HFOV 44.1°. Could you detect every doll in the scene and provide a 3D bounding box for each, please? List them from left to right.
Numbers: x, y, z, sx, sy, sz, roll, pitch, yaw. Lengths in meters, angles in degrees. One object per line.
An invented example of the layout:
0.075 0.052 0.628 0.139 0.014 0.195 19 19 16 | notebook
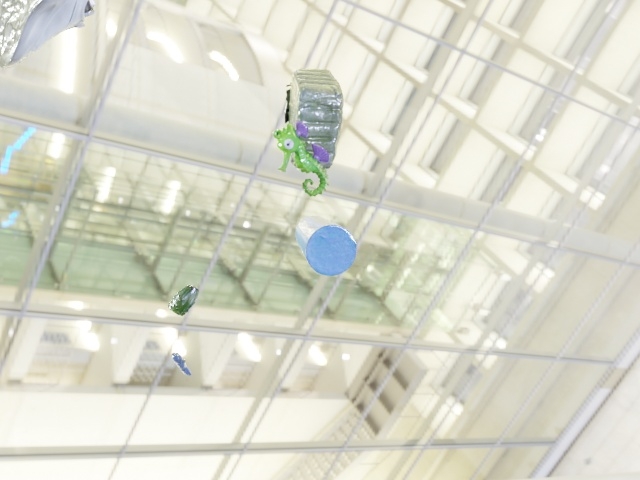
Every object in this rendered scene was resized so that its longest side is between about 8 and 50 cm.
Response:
-0.406 0.364 2.321 0.037 0.125 0.027 32 -112 32 | doll
-0.041 -0.179 1.763 0.115 0.190 0.050 -47 -152 -10 | doll

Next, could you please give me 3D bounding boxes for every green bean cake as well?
-0.020 -0.298 1.958 0.222 0.125 0.227 -111 -153 -60 | green bean cake

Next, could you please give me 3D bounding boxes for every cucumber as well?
-0.419 0.185 2.442 0.107 0.067 0.035 -52 -163 20 | cucumber

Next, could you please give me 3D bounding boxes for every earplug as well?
0.000 0.000 2.116 0.273 0.133 0.132 -137 -117 -74 | earplug

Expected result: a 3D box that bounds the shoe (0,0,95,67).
-0.517 -0.450 1.525 0.316 0.159 0.124 -33 -101 41 | shoe
